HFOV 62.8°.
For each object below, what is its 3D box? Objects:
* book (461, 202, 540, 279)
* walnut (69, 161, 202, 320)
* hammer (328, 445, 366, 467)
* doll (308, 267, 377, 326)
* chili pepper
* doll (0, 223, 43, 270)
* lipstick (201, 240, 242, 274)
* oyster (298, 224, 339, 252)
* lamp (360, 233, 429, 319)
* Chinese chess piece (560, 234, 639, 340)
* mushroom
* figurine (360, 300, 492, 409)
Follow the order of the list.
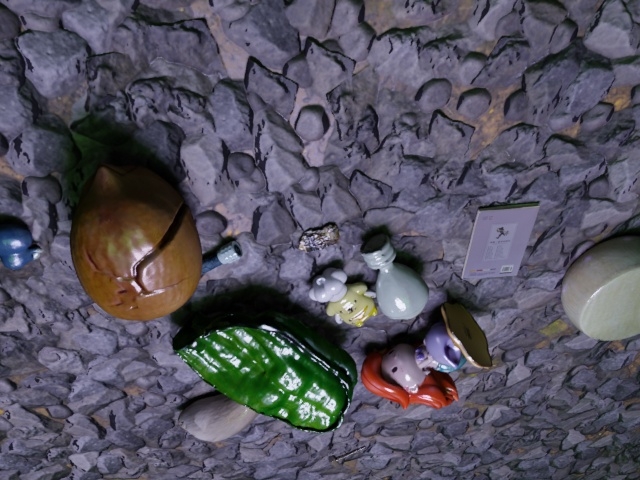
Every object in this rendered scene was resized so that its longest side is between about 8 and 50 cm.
[{"bbox_3d":[0.361,0.006,1.061,0.127,0.014,0.182,-5,128,-7],"label":"book"},{"bbox_3d":[-0.294,0.006,0.826,0.203,0.203,0.298,-10,136,-3],"label":"walnut"},{"bbox_3d":[0.078,0.605,1.475,0.110,0.019,0.035,-27,128,7],"label":"hammer"},{"bbox_3d":[0.046,0.116,1.059,0.106,0.062,0.162,-41,123,15],"label":"doll"},{"bbox_3d":[-0.099,0.240,1.072,0.384,0.167,0.213,30,102,-16],"label":"chili pepper"},{"bbox_3d":[-0.512,0.008,0.881,0.076,0.050,0.083,-3,126,-14],"label":"doll"},{"bbox_3d":[-0.202,0.040,0.973,0.116,0.037,0.037,-26,128,15],"label":"lipstick"},{"bbox_3d":[-0.003,0.001,0.986,0.083,0.019,0.054,-17,129,3],"label":"oyster"},{"bbox_3d":[0.144,0.074,1.027,0.106,0.106,0.193,-25,118,9],"label":"lamp"},{"bbox_3d":[0.652,0.106,1.137,0.250,0.101,0.250,-5,128,-7],"label":"Chinese chess piece"},{"bbox_3d":[-0.207,0.392,1.209,0.247,0.108,0.096,-29,168,15],"label":"mushroom"},{"bbox_3d":[0.236,0.275,1.154,0.257,0.181,0.208,-41,153,28],"label":"figurine"}]
